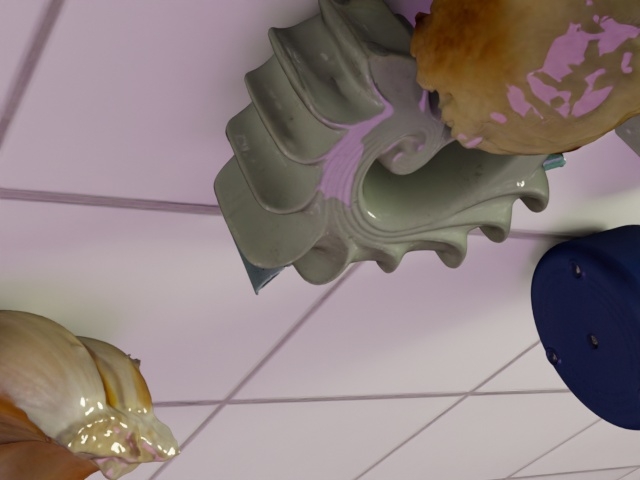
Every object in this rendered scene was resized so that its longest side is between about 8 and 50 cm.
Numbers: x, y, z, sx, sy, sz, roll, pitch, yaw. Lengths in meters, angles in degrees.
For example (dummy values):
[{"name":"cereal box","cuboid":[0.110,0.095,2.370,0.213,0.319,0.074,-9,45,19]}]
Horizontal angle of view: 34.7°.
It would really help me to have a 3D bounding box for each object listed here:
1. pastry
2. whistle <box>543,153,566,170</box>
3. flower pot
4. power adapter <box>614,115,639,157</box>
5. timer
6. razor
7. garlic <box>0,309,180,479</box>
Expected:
[{"name":"pastry","cuboid":[0.206,-0.181,0.769,0.236,0.170,0.256,1,104,-32]},{"name":"whistle","cuboid":[0.184,-0.075,1.159,0.186,0.039,0.039,-16,151,-2]},{"name":"flower pot","cuboid":[0.098,-0.091,0.956,0.367,0.164,0.254,-3,136,-32]},{"name":"power adapter","cuboid":[0.389,-0.088,0.930,0.130,0.205,0.125,-27,150,-15]},{"name":"timer","cuboid":[0.516,0.064,1.415,0.383,0.270,0.270,-24,155,-21]},{"name":"razor","cuboid":[0.000,0.000,1.158,0.232,0.106,0.068,1,148,-47]},{"name":"garlic","cuboid":[-0.342,0.205,1.196,0.313,0.249,0.286,-14,175,38]}]
